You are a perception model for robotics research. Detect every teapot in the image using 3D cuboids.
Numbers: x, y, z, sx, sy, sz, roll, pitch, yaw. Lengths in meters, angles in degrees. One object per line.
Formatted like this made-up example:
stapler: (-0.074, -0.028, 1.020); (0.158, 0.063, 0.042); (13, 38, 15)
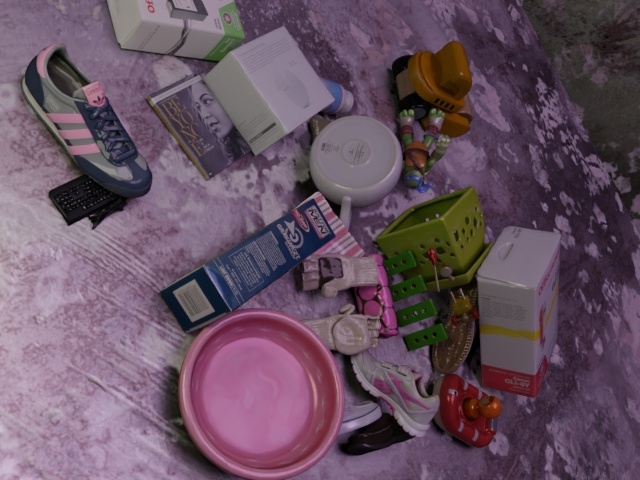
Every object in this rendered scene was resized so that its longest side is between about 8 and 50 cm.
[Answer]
teapot: (0.089, -0.176, 1.636); (0.256, 0.187, 0.252); (-31, 70, -11)

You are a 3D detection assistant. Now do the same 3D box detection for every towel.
towel: (0.000, 0.000, 1.528); (0.144, 0.029, 0.197); (-39, 100, -13)
towel: (0.033, -0.275, 1.738); (0.148, 0.027, 0.110); (6, 68, -42)

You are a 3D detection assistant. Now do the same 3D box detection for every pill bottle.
pill bottle: (0.010, -0.392, 1.729); (0.160, 0.087, 0.087); (8, 66, -41)

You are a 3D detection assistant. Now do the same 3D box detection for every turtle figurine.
turtle figurine: (0.273, -0.305, 1.856); (0.274, 0.197, 0.266); (41, 44, -26)

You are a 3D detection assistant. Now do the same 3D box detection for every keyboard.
keyboard: (-0.414, -0.093, 1.229); (0.192, 0.038, 0.100); (-40, 99, -45)

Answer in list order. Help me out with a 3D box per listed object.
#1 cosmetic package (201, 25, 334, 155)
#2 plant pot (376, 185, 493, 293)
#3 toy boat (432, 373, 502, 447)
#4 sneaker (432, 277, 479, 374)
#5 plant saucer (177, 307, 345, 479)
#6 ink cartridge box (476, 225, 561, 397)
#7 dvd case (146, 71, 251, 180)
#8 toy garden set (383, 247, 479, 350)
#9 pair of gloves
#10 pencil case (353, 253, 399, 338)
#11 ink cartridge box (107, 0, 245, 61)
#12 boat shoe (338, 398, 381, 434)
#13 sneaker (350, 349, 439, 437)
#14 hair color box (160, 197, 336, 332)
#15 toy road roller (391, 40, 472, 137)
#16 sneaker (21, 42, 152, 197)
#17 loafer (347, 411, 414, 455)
cosmetic package: (-0.124, -0.366, 1.555); (0.225, 0.138, 0.224); (56, 44, -9)
plant pot: (0.326, 0.010, 1.742); (0.227, 0.228, 0.207); (-40, 107, -46)
toy boat: (0.398, 0.434, 1.650); (0.231, 0.151, 0.151); (34, 52, -27)
sneaker: (0.396, 0.247, 1.776); (0.153, 0.099, 0.282); (43, 62, -57)
plant saucer: (-0.117, 0.298, 1.242); (0.332, 0.084, 0.332); (13, 57, -20)
ink cartridge box: (0.558, 0.195, 1.784); (0.279, 0.160, 0.385); (-47, 135, -44)
dvd case: (-0.271, -0.264, 1.457); (0.221, 0.018, 0.164); (54, 45, -9)
toy garden set: (0.281, 0.138, 1.654); (0.049, 0.203, 0.244); (-13, 80, -64)
pair of gloves: (0.048, 0.144, 1.483); (0.204, 0.042, 0.240); (6, 74, -20)
pencil case: (0.127, 0.143, 1.585); (0.095, 0.098, 0.209); (74, 4, -75)
ink cartridge box: (-0.332, -0.536, 1.458); (0.273, 0.114, 0.198); (-7, 76, -44)
boat shoe: (0.031, 0.372, 1.381); (0.258, 0.095, 0.084); (-3, 77, -45)
sneaker: (0.178, 0.326, 1.477); (0.252, 0.111, 0.103); (43, 12, 19)
hair color box: (-0.139, 0.046, 1.320); (0.347, 0.174, 0.105); (-36, 96, -46)
toy road roller: (0.401, -0.488, 2.027); (0.329, 0.240, 0.203); (11, 64, -39)
sneaker: (-0.425, -0.222, 1.196); (0.319, 0.131, 0.112); (47, 44, -7)
loafer: (0.131, 0.437, 1.464); (0.220, 0.080, 0.078); (6, 62, -52)
